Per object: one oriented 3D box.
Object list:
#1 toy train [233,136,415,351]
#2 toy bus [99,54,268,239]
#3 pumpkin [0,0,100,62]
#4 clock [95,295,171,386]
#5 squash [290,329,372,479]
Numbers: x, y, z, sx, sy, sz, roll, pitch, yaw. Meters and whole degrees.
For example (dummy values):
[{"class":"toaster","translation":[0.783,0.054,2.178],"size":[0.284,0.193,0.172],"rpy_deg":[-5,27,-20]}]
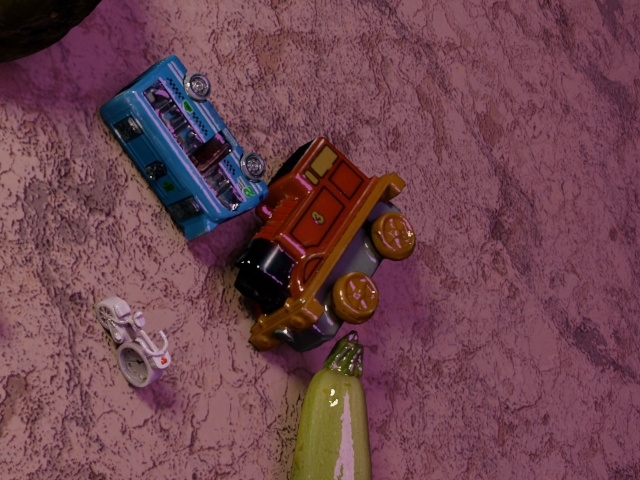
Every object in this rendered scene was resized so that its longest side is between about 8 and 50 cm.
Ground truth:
[{"class":"toy train","translation":[0.000,0.000,1.749],"size":[0.231,0.163,0.369],"rpy_deg":[43,51,-10]},{"class":"toy bus","translation":[-0.192,-0.128,1.630],"size":[0.134,0.113,0.246],"rpy_deg":[-44,107,-38]},{"class":"pumpkin","translation":[-0.383,-0.377,1.443],"size":[0.256,0.225,0.303],"rpy_deg":[52,49,-16]},{"class":"clock","translation":[-0.248,0.130,1.521],"size":[0.041,0.087,0.129],"rpy_deg":[-29,90,-45]},{"class":"squash","translation":[0.013,0.278,1.689],"size":[0.137,0.137,0.288],"rpy_deg":[11,72,-42]}]
